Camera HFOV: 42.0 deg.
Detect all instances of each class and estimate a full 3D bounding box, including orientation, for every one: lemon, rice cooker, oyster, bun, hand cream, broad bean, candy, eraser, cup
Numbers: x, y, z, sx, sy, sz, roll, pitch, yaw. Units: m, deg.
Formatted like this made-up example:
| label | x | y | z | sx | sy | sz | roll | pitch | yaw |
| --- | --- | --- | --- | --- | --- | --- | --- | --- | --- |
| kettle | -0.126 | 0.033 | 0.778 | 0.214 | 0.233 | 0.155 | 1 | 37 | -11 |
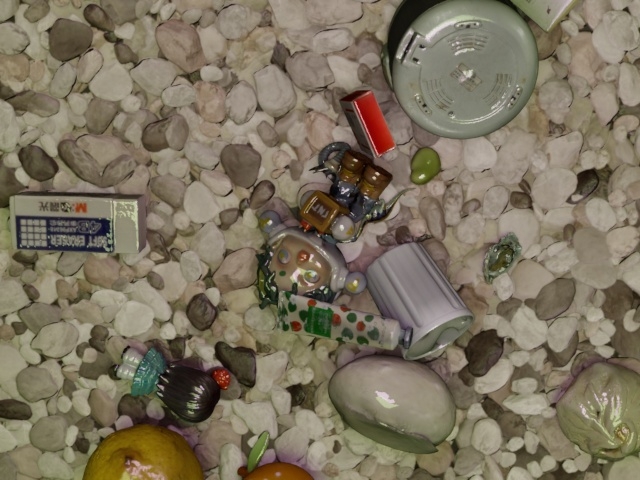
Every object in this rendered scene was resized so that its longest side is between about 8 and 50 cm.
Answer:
| label | x | y | z | sx | sy | sz | roll | pitch | yaw |
| --- | --- | --- | --- | --- | --- | --- | --- | --- | --- |
| lemon | -0.387 | 0.540 | 1.823 | 0.293 | 0.293 | 0.292 | 1 | 102 | 3 |
| rice cooker | 0.262 | -0.354 | 1.598 | 0.289 | 0.277 | 0.288 | 0 | 119 | 0 |
| oyster | 0.390 | 0.036 | 1.804 | 0.100 | 0.037 | 0.098 | -27 | 119 | -12 |
| bun | 0.633 | 0.385 | 1.813 | 0.231 | 0.133 | 0.230 | 0 | 104 | 2 |
| hand cream | 0.044 | 0.166 | 1.642 | 0.276 | 0.059 | 0.095 | 10 | 108 | 16 |
| broad bean | 0.221 | -0.156 | 1.762 | 0.063 | 0.045 | 0.083 | 22 | 94 | 9 |
| candy | 0.156 | 0.336 | 1.773 | 0.296 | 0.295 | 0.185 | 26 | 69 | -3 |
| eraser | -0.522 | -0.039 | 1.801 | 0.279 | 0.081 | 0.124 | 2 | 102 | 3 |
| cup | 0.186 | 0.138 | 1.743 | 0.202 | 0.167 | 0.221 | 60 | 138 | 25 |

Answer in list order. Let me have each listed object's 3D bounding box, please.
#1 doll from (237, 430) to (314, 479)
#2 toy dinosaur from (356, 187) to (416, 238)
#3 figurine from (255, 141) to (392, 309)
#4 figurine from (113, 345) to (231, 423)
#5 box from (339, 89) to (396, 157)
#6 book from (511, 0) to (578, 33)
| label | x | y | z | sx | sy | sz | roll | pitch | yaw |
| --- | --- | --- | --- | --- | --- | --- | --- | --- | --- |
| doll | -0.115 | 0.580 | 1.877 | 0.236 | 0.213 | 0.213 | 44 | 104 | 37 |
| toy dinosaur | 0.121 | -0.069 | 1.790 | 0.180 | 0.037 | 0.058 | -37 | 113 | 15 |
| figurine | 0.002 | 0.002 | 1.724 | 0.261 | 0.186 | 0.381 | 40 | 107 | 26 |
| figurine | -0.333 | 0.311 | 1.859 | 0.246 | 0.110 | 0.137 | 24 | 84 | 4 |
| box | 0.092 | -0.234 | 1.654 | 0.050 | 0.229 | 0.122 | -26 | 102 | 0 |
| book | 0.402 | -0.569 | 1.609 | 0.289 | 0.026 | 0.201 | 45 | 118 | 7 |
